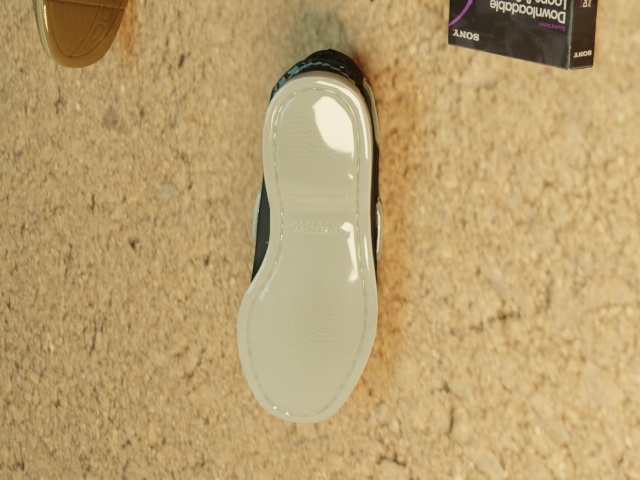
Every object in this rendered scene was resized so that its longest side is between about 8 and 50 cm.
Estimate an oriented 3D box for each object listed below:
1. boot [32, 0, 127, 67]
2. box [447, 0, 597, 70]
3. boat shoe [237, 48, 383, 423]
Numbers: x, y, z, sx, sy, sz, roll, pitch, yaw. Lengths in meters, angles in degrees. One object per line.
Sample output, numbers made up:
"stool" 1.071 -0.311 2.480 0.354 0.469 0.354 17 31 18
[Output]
"boot" -0.277 -0.299 1.410 0.203 0.095 0.262 9 106 51
"box" 0.134 -0.200 0.959 0.116 0.029 0.162 21 118 48
"boat shoe" 0.000 0.000 1.150 0.114 0.091 0.302 11 116 3
